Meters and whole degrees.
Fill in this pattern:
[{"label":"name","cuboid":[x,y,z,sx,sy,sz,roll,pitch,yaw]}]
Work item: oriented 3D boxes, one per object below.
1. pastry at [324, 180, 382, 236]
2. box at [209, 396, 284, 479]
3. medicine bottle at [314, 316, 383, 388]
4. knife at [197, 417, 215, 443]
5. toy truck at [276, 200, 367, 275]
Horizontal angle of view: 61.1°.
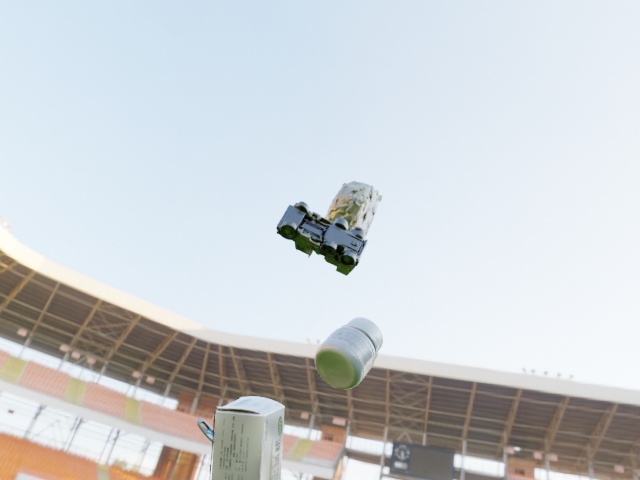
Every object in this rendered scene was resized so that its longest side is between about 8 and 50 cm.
[{"label":"pastry","cuboid":[0.100,-0.077,1.968,0.136,0.330,0.330,25,-30,17]},{"label":"box","cuboid":[-0.194,0.597,1.443,0.145,0.333,0.173,0,-9,14]},{"label":"medicine bottle","cuboid":[0.142,0.519,2.542,0.245,0.306,0.245,14,-61,27]},{"label":"knife","cuboid":[-0.277,0.671,1.679,0.313,0.044,0.019,46,-47,1]},{"label":"toy truck","cuboid":[-0.001,-0.004,1.574,0.257,0.127,0.127,27,-41,-1]}]
